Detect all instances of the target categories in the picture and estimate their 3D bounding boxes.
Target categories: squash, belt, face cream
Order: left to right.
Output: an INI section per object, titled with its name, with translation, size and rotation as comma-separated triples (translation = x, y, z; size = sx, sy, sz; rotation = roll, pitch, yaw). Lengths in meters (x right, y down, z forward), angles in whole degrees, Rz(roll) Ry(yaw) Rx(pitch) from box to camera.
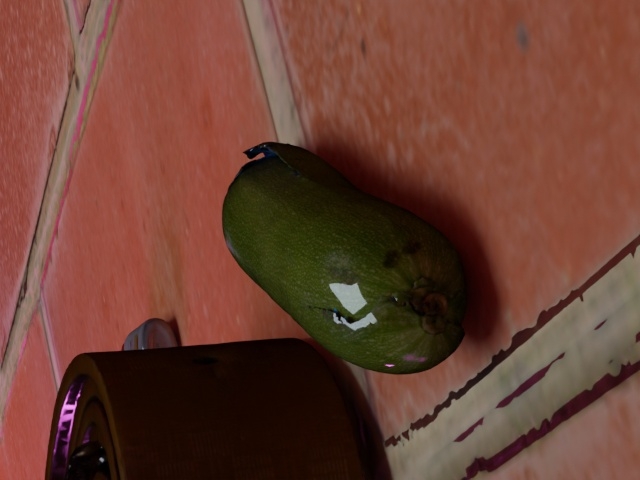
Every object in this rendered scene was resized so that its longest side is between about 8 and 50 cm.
[face cream]
translation = -0.092, 0.065, 0.898
size = 0.083, 0.021, 0.040
rotation = 145, 116, -71
[belt]
translation = -0.049, 0.145, 0.679
size = 0.261, 0.105, 0.184
rotation = 108, 151, -48
[squash]
translation = 0.000, 0.000, 0.549
size = 0.183, 0.052, 0.052
rotation = -138, 42, -68
